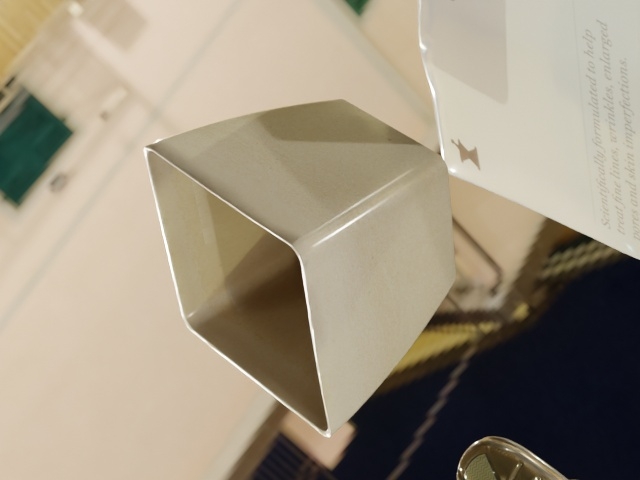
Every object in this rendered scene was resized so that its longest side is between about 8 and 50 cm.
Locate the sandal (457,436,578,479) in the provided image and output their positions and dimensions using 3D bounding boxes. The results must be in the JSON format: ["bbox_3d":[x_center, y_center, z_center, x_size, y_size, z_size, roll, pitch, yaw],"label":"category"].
[{"bbox_3d":[0.183,0.191,0.998,0.090,0.219,0.060,-61,179,41],"label":"sandal"}]

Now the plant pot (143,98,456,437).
[{"bbox_3d":[0.000,0.000,0.697,0.096,0.109,0.109,-32,-135,-27],"label":"plant pot"}]

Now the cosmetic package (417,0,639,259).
[{"bbox_3d":[0.163,-0.112,0.771,0.184,0.151,0.151,-33,-142,-27],"label":"cosmetic package"}]
